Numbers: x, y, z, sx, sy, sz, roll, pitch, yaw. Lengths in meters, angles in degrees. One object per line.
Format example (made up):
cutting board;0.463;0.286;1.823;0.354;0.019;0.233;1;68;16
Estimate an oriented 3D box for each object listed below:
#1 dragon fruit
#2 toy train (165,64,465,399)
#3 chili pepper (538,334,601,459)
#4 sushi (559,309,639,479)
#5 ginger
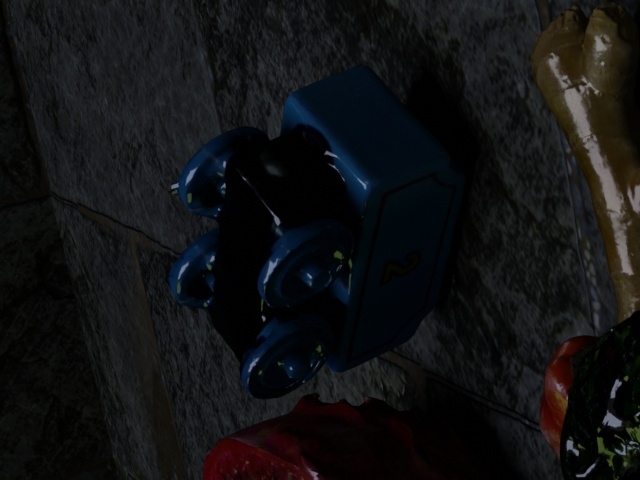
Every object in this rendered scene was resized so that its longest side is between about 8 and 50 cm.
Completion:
dragon fruit;0.060;0.318;2.030;0.371;0.249;0.386;36;145;36
toy train;0.000;0.000;1.887;0.188;0.265;0.300;49;149;30
chili pepper;0.232;0.124;1.638;0.086;0.084;0.192;33;151;10
sushi;0.257;0.134;1.470;0.225;0.127;0.124;108;168;-55
ginger;0.237;-0.041;1.517;0.118;0.065;0.299;4;111;67
